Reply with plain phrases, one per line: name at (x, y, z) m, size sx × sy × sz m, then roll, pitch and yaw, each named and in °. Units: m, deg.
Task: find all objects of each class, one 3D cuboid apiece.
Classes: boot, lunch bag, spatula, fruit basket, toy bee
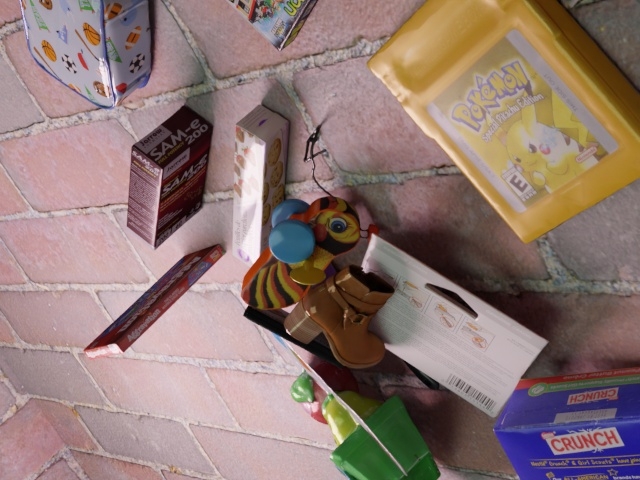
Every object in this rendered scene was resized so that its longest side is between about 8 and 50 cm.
boot at (0.062, 0.115, 1.684) m, size 0.197 × 0.073 × 0.152 m, roll 22°, pitch 127°, yaw -37°
lunch bag at (-0.386, -0.372, 1.788) m, size 0.243 × 0.115 × 0.303 m, roll 36°, pitch 147°, yaw 19°
spatula at (0.091, 0.144, 1.883) m, size 0.296 × 0.030 × 0.084 m, roll 42°, pitch 145°, yaw 7°
fruit basket at (0.041, 0.316, 1.961) m, size 0.353 × 0.165 × 0.327 m, roll 38°, pitch 169°, yaw 24°
toy bee at (0.000, 0.000, 1.716) m, size 0.162 × 0.195 × 0.298 m, roll 23°, pitch 136°, yaw -9°

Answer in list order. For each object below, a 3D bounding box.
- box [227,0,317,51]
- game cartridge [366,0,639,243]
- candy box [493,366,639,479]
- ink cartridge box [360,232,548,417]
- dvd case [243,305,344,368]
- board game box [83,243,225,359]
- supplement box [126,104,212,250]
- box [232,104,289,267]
box at (-0.050, -0.355, 1.497) m, size 0.114 × 0.036 × 0.207 m, roll 44°, pitch 147°, yaw 3°
game cartridge at (0.233, -0.169, 1.370) m, size 0.324 × 0.053 × 0.285 m, roll 46°, pitch 147°, yaw -3°
candy box at (0.436, 0.335, 1.578) m, size 0.268 × 0.122 × 0.317 m, roll -11°, pitch 120°, yaw 37°
ink cartridge box at (0.187, 0.114, 1.686) m, size 0.296 × 0.066 × 0.261 m, roll 32°, pitch 146°, yaw 9°
dvd case at (-0.042, 0.150, 1.884) m, size 0.180 × 0.022 × 0.253 m, roll 28°, pitch -179°, yaw -2°
board game box at (-0.304, 0.112, 2.058) m, size 0.145 × 0.281 × 0.027 m, roll -15°, pitch 115°, yaw 53°
supplement box at (-0.261, -0.104, 1.918) m, size 0.073 × 0.130 × 0.239 m, roll 36°, pitch 147°, yaw 14°
box at (-0.100, -0.079, 1.826) m, size 0.063 × 0.067 × 0.324 m, roll 33°, pitch 144°, yaw 20°
